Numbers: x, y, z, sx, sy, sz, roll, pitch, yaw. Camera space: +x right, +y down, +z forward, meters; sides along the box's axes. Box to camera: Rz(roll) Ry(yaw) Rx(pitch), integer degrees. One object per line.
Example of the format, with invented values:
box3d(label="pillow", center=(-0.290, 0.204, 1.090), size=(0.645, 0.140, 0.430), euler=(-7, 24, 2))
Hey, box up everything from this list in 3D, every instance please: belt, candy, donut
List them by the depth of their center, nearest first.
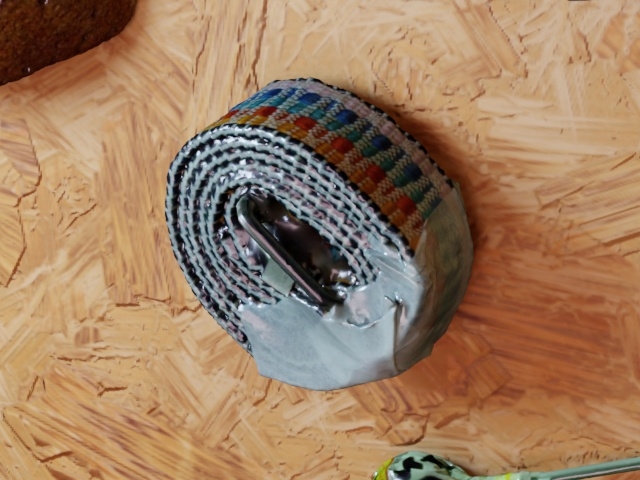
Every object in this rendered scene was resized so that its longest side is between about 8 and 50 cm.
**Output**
box3d(label="belt", center=(0.000, 0.000, 1.553), size=(0.257, 0.150, 0.207), euler=(47, 130, 0))
box3d(label="donut", center=(-0.293, -0.180, 1.609), size=(0.295, 0.151, 0.112), euler=(-10, 117, 26))
box3d(label="candy", center=(0.182, 0.209, 1.616), size=(0.305, 0.083, 0.091), euler=(-11, 105, 18))
